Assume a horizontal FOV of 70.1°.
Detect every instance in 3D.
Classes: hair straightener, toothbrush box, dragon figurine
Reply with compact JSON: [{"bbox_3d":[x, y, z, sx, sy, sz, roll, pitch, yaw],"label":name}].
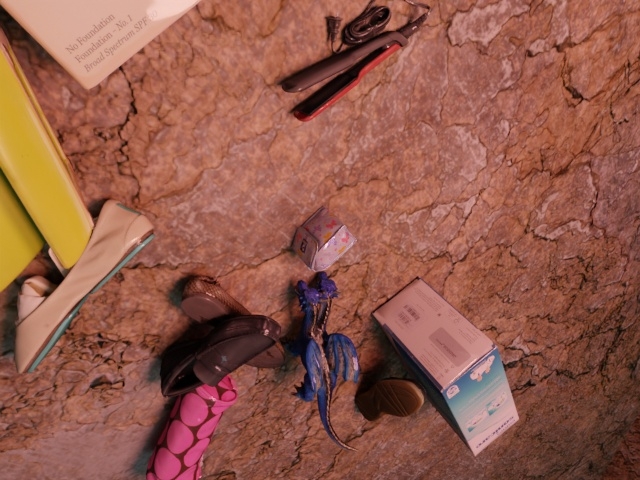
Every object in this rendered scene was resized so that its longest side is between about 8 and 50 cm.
[{"bbox_3d":[0.047,-0.250,0.583,0.230,0.047,0.089,-35,130,-7],"label":"hair straightener"},{"bbox_3d":[0.250,0.249,0.898,0.126,0.216,0.296,-37,131,-5],"label":"toothbrush box"},{"bbox_3d":[0.005,0.199,0.738,0.085,0.290,0.144,-6,159,-24],"label":"dragon figurine"}]

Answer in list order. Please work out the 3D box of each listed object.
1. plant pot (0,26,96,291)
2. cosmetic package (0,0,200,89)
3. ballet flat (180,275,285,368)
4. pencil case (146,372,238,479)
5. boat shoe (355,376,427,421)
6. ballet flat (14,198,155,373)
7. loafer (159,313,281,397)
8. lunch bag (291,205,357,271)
[{"bbox_3d":[-0.331,-0.065,0.373,0.207,0.227,0.229,-26,128,-22],"label":"plant pot"},{"bbox_3d":[-0.243,-0.296,0.348,0.160,0.113,0.309,-41,131,-1],"label":"cosmetic package"},{"bbox_3d":[-0.128,0.132,0.715,0.084,0.058,0.250,-19,135,18],"label":"ballet flat"},{"bbox_3d":[-0.207,0.313,0.756,0.098,0.095,0.210,20,105,-29],"label":"pencil case"},{"bbox_3d":[0.147,0.311,0.927,0.073,0.080,0.223,-29,167,-34],"label":"boat shoe"},{"bbox_3d":[-0.307,0.050,0.556,0.248,0.086,0.086,-47,130,2],"label":"ballet flat"},{"bbox_3d":[-0.146,0.170,0.653,0.223,0.078,0.076,-27,132,27],"label":"loafer"},{"bbox_3d":[0.000,0.000,0.695,0.083,0.071,0.053,-44,131,1],"label":"lunch bag"}]
